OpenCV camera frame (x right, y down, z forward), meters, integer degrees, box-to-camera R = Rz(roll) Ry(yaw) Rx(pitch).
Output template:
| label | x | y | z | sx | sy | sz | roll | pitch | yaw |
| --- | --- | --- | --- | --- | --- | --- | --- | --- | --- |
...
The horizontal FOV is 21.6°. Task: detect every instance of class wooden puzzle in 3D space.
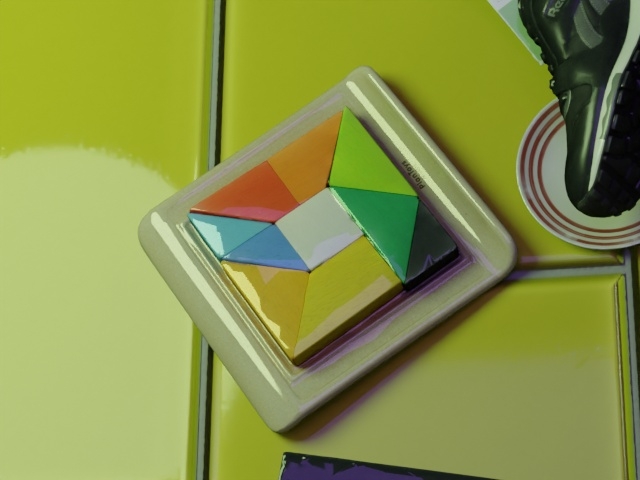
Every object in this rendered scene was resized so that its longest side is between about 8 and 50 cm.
| label | x | y | z | sx | sy | sz | roll | pitch | yaw |
| --- | --- | --- | --- | --- | --- | --- | --- | --- | --- |
| wooden puzzle | 0.000 | 0.000 | 1.319 | 0.239 | 0.044 | 0.221 | -36 | 66 | -2 |

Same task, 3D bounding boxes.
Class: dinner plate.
| label | x | y | z | sx | sy | sz | roll | pitch | yaw |
| --- | --- | --- | --- | --- | --- | --- | --- | --- | --- |
| dinner plate | 0.223 | -0.057 | 1.303 | 0.141 | 0.017 | 0.141 | -4 | 68 | 11 |

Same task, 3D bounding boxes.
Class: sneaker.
| label | x | y | z | sx | sy | sz | roll | pitch | yaw |
| --- | --- | --- | --- | --- | --- | --- | --- | --- | --- |
| sneaker | 0.209 | -0.152 | 1.292 | 0.124 | 0.107 | 0.283 | 4 | 73 | 35 |

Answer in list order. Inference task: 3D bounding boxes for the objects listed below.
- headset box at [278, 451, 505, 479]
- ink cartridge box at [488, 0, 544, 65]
| label | x | y | z | sx | sy | sz | roll | pitch | yaw |
| --- | --- | --- | --- | --- | --- | --- | --- | --- | --- |
| headset box | 0.100 | 0.291 | 1.136 | 0.283 | 0.131 | 0.246 | 7 | 72 | 15 |
| ink cartridge box | 0.171 | -0.277 | 1.381 | 0.171 | 0.056 | 0.235 | -38 | 84 | -2 |
